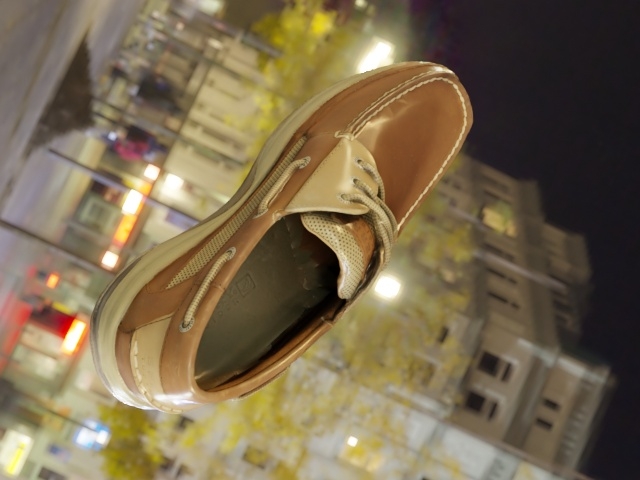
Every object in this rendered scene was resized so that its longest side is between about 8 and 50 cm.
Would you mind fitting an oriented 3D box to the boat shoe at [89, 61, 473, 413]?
[{"bbox_3d":[0.000,0.000,0.927,0.324,0.123,0.116,-46,-150,-22],"label":"boat shoe"}]
